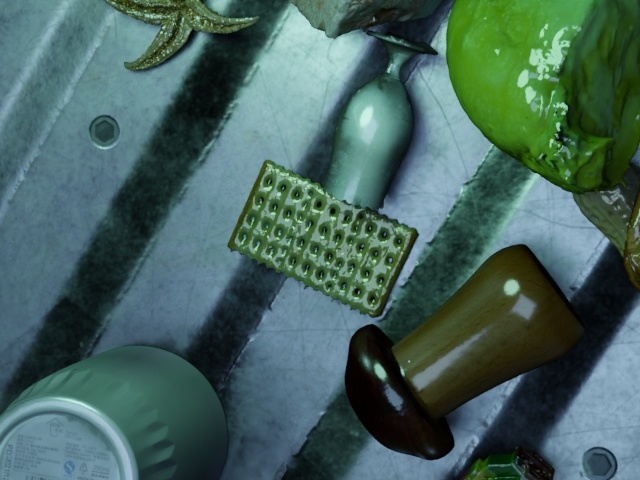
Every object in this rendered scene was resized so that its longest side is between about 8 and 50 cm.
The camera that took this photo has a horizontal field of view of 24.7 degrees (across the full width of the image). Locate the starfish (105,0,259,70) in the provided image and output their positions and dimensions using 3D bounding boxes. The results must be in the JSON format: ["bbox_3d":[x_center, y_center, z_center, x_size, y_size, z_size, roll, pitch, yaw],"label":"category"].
[{"bbox_3d":[-0.186,-0.312,1.945,0.238,0.057,0.213,24,107,17],"label":"starfish"}]

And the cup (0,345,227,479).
[{"bbox_3d":[-0.273,0.272,1.856,0.253,0.371,0.253,0,91,8],"label":"cup"}]

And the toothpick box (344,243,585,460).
[{"bbox_3d":[0.171,0.141,1.813,0.294,0.192,0.192,-35,84,10],"label":"toothpick box"}]

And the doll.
[{"bbox_3d":[0.221,0.341,1.850,0.186,0.106,0.134,-19,100,16],"label":"doll"}]

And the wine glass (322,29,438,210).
[{"bbox_3d":[0.072,-0.155,1.862,0.103,0.103,0.222,21,99,13],"label":"wine glass"}]

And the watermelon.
[{"bbox_3d":[0.058,-0.379,1.798,0.310,0.231,0.193,11,132,-4],"label":"watermelon"}]

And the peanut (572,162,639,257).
[{"bbox_3d":[0.395,-0.018,1.785,0.090,0.098,0.214,-40,88,30],"label":"peanut"}]

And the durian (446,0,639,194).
[{"bbox_3d":[0.272,-0.212,1.733,0.340,0.204,0.256,35,104,50],"label":"durian"}]

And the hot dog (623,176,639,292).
[{"bbox_3d":[0.443,-0.053,1.698,0.175,0.114,0.259,23,66,-15],"label":"hot dog"}]

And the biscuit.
[{"bbox_3d":[0.000,0.000,1.935,0.231,0.016,0.139,26,99,12],"label":"biscuit"}]
